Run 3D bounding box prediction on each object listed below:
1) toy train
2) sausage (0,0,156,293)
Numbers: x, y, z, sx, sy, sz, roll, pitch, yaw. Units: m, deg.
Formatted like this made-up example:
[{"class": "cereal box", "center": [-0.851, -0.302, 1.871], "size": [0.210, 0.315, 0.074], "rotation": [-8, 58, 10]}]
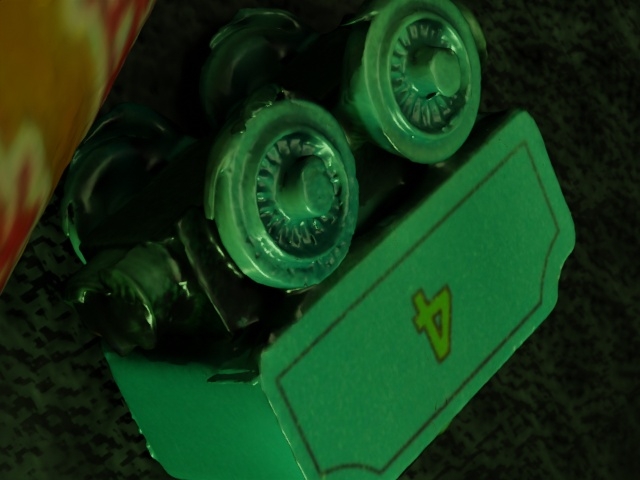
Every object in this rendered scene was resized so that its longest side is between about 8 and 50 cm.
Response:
[{"class": "toy train", "center": [0.000, 0.000, 0.682], "size": [0.198, 0.107, 0.154], "rotation": [-43, 119, -36]}, {"class": "sausage", "center": [-0.172, -0.048, 0.457], "size": [0.233, 0.233, 0.287], "rotation": [42, 60, -29]}]
